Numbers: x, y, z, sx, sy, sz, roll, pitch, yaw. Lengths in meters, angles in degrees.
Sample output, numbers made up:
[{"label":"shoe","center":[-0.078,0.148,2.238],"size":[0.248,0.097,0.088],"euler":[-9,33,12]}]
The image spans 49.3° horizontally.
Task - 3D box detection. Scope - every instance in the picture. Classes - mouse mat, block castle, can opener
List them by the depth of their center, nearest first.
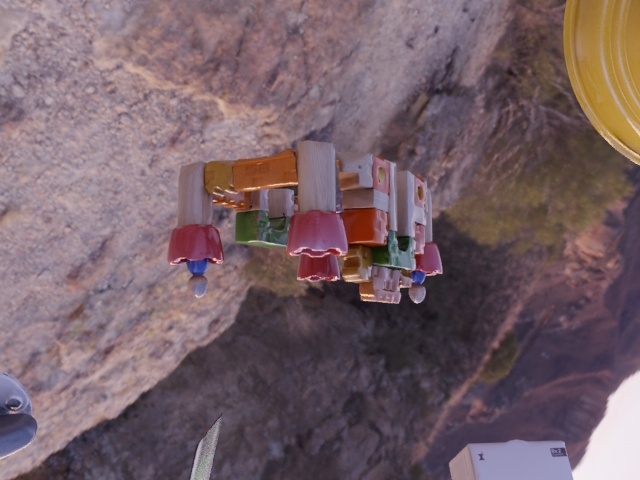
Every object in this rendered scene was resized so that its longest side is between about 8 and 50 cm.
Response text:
[{"label":"can opener","center":[-0.452,0.221,0.753],"size":[0.280,0.093,0.074],"euler":[-18,112,-5]},{"label":"mouse mat","center":[-0.194,0.377,1.143],"size":[0.190,0.007,0.152],"euler":[1,101,-85]},{"label":"block castle","center":[0.000,0.000,1.151],"size":[0.453,0.303,0.212],"euler":[13,74,-60]}]

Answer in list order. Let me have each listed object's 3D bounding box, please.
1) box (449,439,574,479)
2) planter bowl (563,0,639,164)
[{"label":"box","center":[0.339,0.452,1.207],"size":[0.119,0.181,0.182],"euler":[104,-16,-55]},{"label":"planter bowl","center":[0.252,-0.121,0.383],"size":[0.217,0.217,0.090],"euler":[-64,177,25]}]
